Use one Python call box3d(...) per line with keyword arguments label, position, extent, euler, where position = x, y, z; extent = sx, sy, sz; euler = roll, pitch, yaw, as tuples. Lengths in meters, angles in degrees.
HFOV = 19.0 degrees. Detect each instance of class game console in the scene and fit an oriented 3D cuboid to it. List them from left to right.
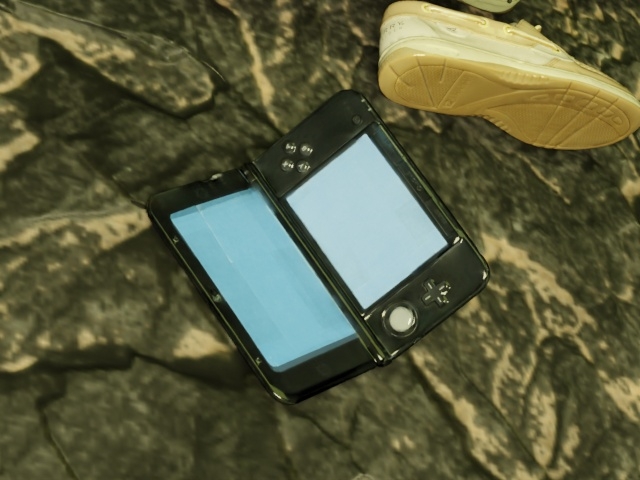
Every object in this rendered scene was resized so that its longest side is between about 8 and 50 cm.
box3d(label="game console", position=(0.000, 0.000, 0.901), extent=(0.122, 0.107, 0.071), euler=(55, 13, 15))

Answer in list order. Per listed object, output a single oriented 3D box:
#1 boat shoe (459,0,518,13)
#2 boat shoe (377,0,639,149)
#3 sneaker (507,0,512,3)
box3d(label="boat shoe", position=(0.063, -0.181, 1.130), extent=(0.152, 0.049, 0.056), euler=(13, 49, -29))
box3d(label="boat shoe", position=(0.108, -0.098, 1.081), extent=(0.170, 0.063, 0.059), euler=(14, 52, -28))
box3d(label="sneaker", position=(0.066, -0.185, 1.043), extent=(0.286, 0.109, 0.130), euler=(-24, 71, -25))
